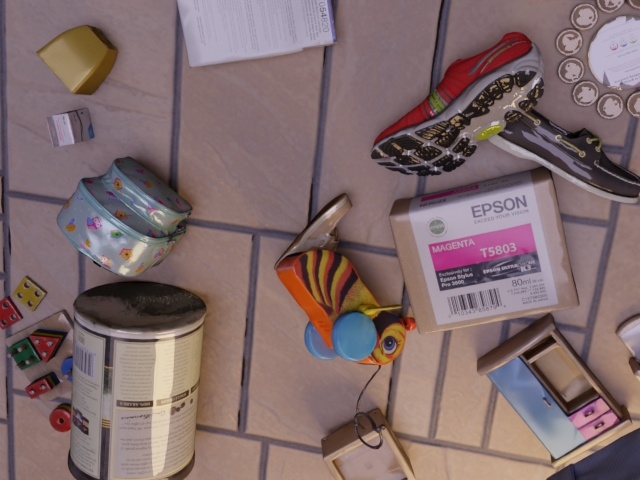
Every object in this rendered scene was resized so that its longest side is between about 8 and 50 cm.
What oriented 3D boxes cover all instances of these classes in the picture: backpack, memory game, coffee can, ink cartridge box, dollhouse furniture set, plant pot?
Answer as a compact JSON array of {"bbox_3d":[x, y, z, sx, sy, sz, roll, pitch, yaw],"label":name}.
[{"bbox_3d":[-0.292,-0.034,1.198,0.166,0.188,0.144,41,110,-1],"label":"backpack"},{"bbox_3d":[0.412,-0.254,1.082,0.186,0.012,0.186,3,106,11],"label":"memory game"},{"bbox_3d":[-0.289,0.227,1.267,0.202,0.201,0.275,10,107,9],"label":"coffee can"},{"bbox_3d":[-0.097,-0.370,1.136,0.224,0.045,0.223,-5,105,12],"label":"ink cartridge box"},{"bbox_3d":[0.363,0.237,1.081,0.286,0.303,0.198,-38,96,19],"label":"dollhouse furniture set"},{"bbox_3d":[-0.354,-0.275,1.202,0.083,0.081,0.081,-40,95,9],"label":"plant pot"},{"bbox_3d":[0.234,0.017,1.158,0.235,0.088,0.193,-13,104,16],"label":"ink cartridge box"},{"bbox_3d":[-0.383,-0.173,1.232,0.028,0.083,0.048,-6,105,14],"label":"ink cartridge box"}]

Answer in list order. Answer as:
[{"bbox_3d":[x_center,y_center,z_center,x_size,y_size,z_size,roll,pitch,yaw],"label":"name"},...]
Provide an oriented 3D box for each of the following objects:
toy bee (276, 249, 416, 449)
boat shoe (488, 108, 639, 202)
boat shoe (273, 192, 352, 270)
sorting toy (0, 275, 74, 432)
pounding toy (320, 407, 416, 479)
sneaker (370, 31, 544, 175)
[{"bbox_3d":[0.056,0.128,1.204,0.195,0.162,0.298,18,131,46],"label":"toy bee"},{"bbox_3d":[0.340,-0.124,1.097,0.228,0.081,0.068,26,113,6],"label":"boat shoe"},{"bbox_3d":[0.000,0.000,1.218,0.059,0.063,0.170,40,119,-4],"label":"boat shoe"},{"bbox_3d":[-0.471,0.199,1.379,0.132,0.046,0.274,-25,99,17],"label":"sorting toy"},{"bbox_3d":[0.074,0.365,1.299,0.130,0.100,0.141,-29,101,4],"label":"pounding toy"},{"bbox_3d":[0.187,-0.184,1.109,0.107,0.118,0.279,31,136,-34],"label":"sneaker"}]
